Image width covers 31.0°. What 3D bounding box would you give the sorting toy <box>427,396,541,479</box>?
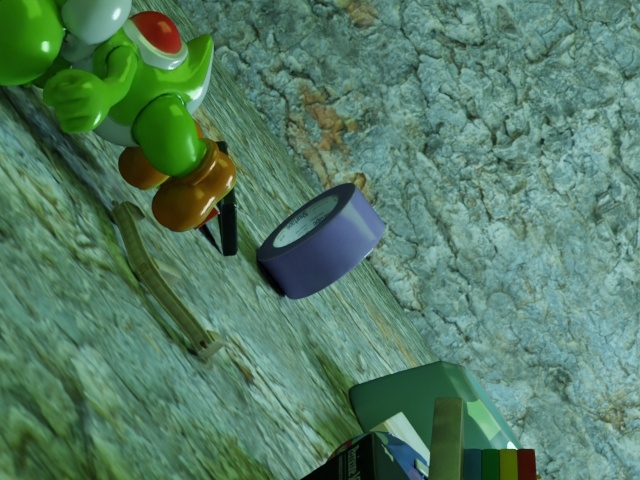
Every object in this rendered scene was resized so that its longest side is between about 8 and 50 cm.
[{"bbox_3d":[0.133,0.294,0.903,0.255,0.089,0.257,-68,156,-69],"label":"sorting toy"}]

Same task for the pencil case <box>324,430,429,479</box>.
[{"bbox_3d":[0.039,0.251,1.005,0.119,0.133,0.306,65,8,2],"label":"pencil case"}]

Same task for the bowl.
[{"bbox_3d":[0.198,0.305,1.731,0.311,0.163,0.311,54,7,-9],"label":"bowl"}]

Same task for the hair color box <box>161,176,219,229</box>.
[{"bbox_3d":[-0.176,-0.076,1.540,0.072,0.043,0.141,52,7,-24],"label":"hair color box"}]

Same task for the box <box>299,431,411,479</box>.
[{"bbox_3d":[-0.019,0.216,0.536,0.103,0.184,0.261,53,7,-8],"label":"box"}]

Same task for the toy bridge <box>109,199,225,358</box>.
[{"bbox_3d":[-0.162,0.033,1.152,0.188,0.026,0.063,55,7,19],"label":"toy bridge"}]

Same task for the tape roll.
[{"bbox_3d":[0.000,0.000,1.762,0.080,0.189,0.189,53,7,-16],"label":"tape roll"}]

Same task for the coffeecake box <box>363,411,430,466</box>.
[{"bbox_3d":[0.107,0.303,1.491,0.142,0.068,0.185,55,7,10],"label":"coffeecake box"}]

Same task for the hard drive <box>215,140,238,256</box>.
[{"bbox_3d":[-0.130,-0.058,1.572,0.135,0.022,0.094,-104,-168,-46],"label":"hard drive"}]

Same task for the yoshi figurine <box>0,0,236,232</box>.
[{"bbox_3d":[-0.240,-0.158,1.132,0.362,0.203,0.203,59,31,-42],"label":"yoshi figurine"}]
